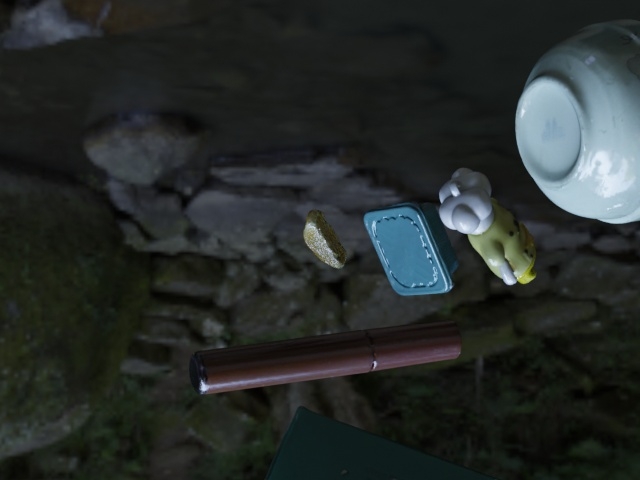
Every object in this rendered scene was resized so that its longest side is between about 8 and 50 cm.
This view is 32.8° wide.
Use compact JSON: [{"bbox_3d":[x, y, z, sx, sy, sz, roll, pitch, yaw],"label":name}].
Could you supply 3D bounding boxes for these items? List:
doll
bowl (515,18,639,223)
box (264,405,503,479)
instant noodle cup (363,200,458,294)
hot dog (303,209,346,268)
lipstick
[{"bbox_3d":[0.193,-0.015,1.240,0.062,0.106,0.162,-29,128,26],"label":"doll"},{"bbox_3d":[0.407,-0.170,1.630,0.163,0.307,0.307,-11,178,-25],"label":"bowl"},{"bbox_3d":[0.073,0.247,0.875,0.244,0.092,0.153,18,137,11],"label":"box"},{"bbox_3d":[0.172,0.007,1.969,0.070,0.179,0.157,-34,-165,-36],"label":"instant noodle cup"},{"bbox_3d":[0.000,0.000,1.365,0.034,0.030,0.090,-9,131,30],"label":"hot dog"},{"bbox_3d":[0.011,0.145,1.371,0.356,0.057,0.057,-4,175,-22],"label":"lipstick"}]
